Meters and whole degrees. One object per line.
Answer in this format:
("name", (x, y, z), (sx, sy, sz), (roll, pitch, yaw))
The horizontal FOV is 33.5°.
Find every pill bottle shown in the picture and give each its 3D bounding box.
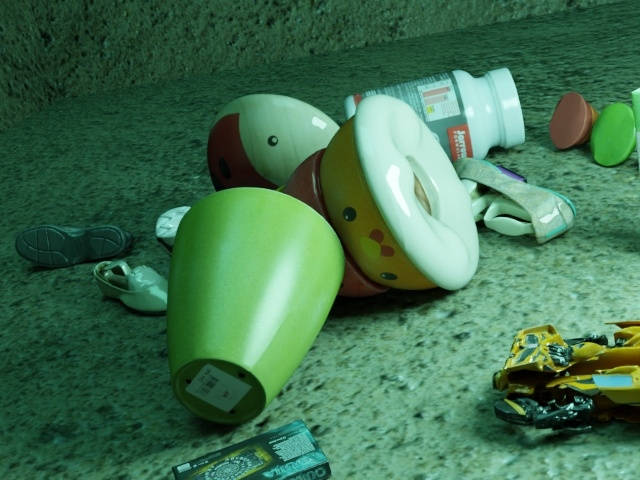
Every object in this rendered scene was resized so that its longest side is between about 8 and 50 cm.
("pill bottle", (0.246, -0.253, 2.326), (0.363, 0.210, 0.210), (-13, 20, 4))

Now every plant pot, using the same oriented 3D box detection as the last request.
("plant pot", (-0.120, 0.118, 1.579), (0.274, 0.275, 0.293), (-8, 38, 18))

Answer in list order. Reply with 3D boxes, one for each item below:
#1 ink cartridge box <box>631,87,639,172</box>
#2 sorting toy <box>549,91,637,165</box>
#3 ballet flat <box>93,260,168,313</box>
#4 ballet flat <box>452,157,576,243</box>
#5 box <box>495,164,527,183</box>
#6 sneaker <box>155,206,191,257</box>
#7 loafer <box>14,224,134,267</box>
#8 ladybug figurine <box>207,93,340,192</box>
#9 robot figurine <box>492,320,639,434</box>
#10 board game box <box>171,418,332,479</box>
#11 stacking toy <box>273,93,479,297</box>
("ink cartridge box", (0.597, -0.108, 1.612), (0.114, 0.273, 0.198), (-27, 23, -36))
("sorting toy", (0.620, -0.209, 2.162), (0.126, 0.127, 0.365), (9, 12, -26))
("ballet flat", (-0.357, 0.082, 2.038), (0.086, 0.086, 0.248), (-30, 25, -36))
("ballet flat", (0.317, -0.071, 1.930), (0.106, 0.107, 0.316), (-39, 33, -17))
("box", (0.319, -0.104, 2.143), (0.162, 0.029, 0.116), (-18, 22, -12))
("sneaker", (-0.140, 0.011, 1.750), (0.235, 0.153, 0.094), (-13, 45, 9))
("loafer", (-0.546, 0.009, 2.381), (0.267, 0.096, 0.084), (-2, 3, 14))
("ladybug figurine", (-0.100, -0.147, 2.187), (0.162, 0.305, 0.449), (-64, 9, -21))
("robot figurine", (0.356, 0.160, 1.338), (0.291, 0.085, 0.211), (-5, 21, 23))
("board game box", (-0.090, 0.297, 1.367), (0.186, 0.026, 0.126), (-18, 21, -11))
("stacking toy", (0.000, 0.000, 1.827), (0.480, 0.351, 0.350), (-27, 14, 24))
